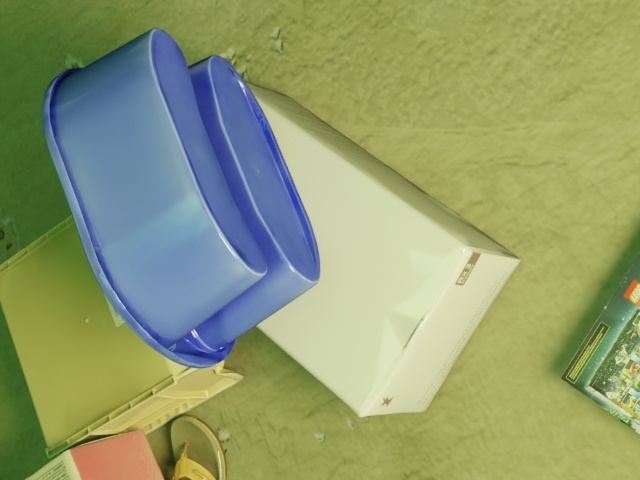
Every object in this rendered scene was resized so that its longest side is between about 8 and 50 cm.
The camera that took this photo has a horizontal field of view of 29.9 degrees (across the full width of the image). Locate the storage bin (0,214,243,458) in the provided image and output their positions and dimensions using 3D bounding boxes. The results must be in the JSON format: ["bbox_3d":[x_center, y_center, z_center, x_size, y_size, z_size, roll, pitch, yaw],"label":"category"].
[{"bbox_3d":[-0.255,0.101,1.499,0.260,0.123,0.262,-31,70,24],"label":"storage bin"}]

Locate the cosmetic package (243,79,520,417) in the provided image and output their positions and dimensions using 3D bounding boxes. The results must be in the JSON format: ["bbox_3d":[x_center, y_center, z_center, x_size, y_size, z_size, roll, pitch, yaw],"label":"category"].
[{"bbox_3d":[0.000,0.000,1.340,0.385,0.156,0.217,39,105,26],"label":"cosmetic package"}]

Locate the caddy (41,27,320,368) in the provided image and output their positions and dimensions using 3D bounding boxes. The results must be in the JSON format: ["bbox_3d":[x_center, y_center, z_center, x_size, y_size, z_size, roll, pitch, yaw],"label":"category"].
[{"bbox_3d":[-0.151,-0.042,1.207,0.179,0.241,0.341,-29,72,20],"label":"caddy"}]

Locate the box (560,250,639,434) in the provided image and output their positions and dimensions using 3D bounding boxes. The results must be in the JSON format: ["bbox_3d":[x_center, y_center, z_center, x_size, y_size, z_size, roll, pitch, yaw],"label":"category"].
[{"bbox_3d":[0.365,0.084,1.176,0.159,0.044,0.233,36,103,28],"label":"box"}]

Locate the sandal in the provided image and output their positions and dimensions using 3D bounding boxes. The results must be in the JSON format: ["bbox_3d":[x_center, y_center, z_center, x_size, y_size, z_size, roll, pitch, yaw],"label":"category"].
[{"bbox_3d":[-0.153,0.302,1.459,0.072,0.049,0.180,-12,79,29],"label":"sandal"}]

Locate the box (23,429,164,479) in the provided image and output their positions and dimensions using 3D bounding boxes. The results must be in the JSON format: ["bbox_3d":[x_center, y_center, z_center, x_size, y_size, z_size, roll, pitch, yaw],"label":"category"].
[{"bbox_3d":[-0.255,0.370,1.447,0.148,0.127,0.232,-36,73,35],"label":"box"}]
